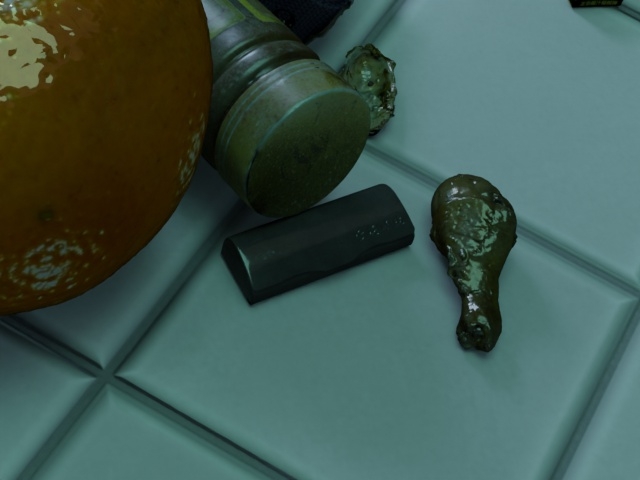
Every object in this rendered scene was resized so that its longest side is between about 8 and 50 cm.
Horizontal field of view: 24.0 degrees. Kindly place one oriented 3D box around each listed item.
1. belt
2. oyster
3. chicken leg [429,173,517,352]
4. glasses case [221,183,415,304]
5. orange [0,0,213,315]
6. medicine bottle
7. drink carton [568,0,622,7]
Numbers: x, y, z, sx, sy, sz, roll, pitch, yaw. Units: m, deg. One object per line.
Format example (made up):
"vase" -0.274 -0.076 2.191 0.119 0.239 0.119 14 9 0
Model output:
"belt" -0.033 -0.314 1.668 0.139 0.126 0.231 30 46 -27
"oyster" 0.053 -0.165 1.632 0.086 0.029 0.132 35 49 6
"chicken leg" 0.155 0.020 1.493 0.084 0.069 0.198 4 59 -9
"glasses case" -0.001 0.001 1.484 0.190 0.042 0.072 -20 68 -27
"orange" -0.296 -0.121 1.317 0.423 0.326 0.424 -5 46 5
"medicine bottle" -0.107 -0.178 1.502 0.151 0.151 0.322 -26 55 -30
"drink carton" 0.318 -0.360 1.835 0.071 0.056 0.166 -6 55 -15
